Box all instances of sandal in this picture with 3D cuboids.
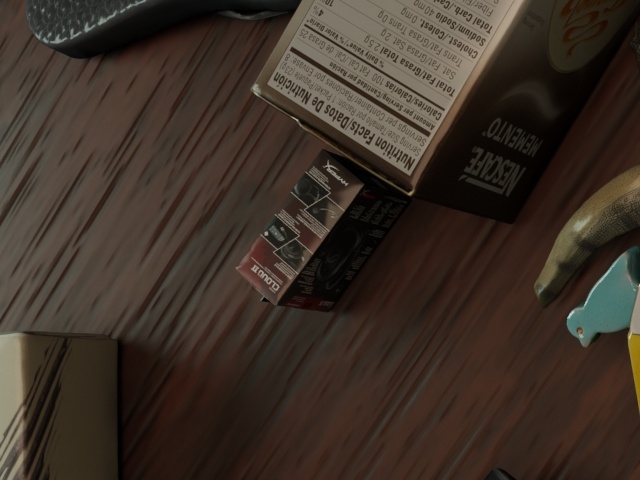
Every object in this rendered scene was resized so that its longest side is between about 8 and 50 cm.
[{"bbox_3d":[-0.049,-0.157,0.814,0.255,0.054,0.097,-6,75,34],"label":"sandal"}]

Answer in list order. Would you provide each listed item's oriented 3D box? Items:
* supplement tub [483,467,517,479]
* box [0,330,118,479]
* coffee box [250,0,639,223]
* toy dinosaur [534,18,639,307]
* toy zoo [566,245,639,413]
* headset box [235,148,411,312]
[{"bbox_3d":[0.042,0.199,0.688,0.106,0.106,0.198,41,90,23],"label":"supplement tub"},{"bbox_3d":[-0.173,0.188,0.805,0.113,0.094,0.275,-6,82,25],"label":"box"},{"bbox_3d":[0.092,-0.140,0.690,0.098,0.141,0.246,34,100,24],"label":"coffee box"},{"bbox_3d":[0.197,-0.068,0.678,0.268,0.064,0.118,-22,82,25],"label":"toy dinosaur"},{"bbox_3d":[0.248,0.049,0.628,0.293,0.030,0.192,5,103,26],"label":"toy zoo"},{"bbox_3d":[0.000,0.000,0.761,0.032,0.062,0.083,42,103,24],"label":"headset box"}]
